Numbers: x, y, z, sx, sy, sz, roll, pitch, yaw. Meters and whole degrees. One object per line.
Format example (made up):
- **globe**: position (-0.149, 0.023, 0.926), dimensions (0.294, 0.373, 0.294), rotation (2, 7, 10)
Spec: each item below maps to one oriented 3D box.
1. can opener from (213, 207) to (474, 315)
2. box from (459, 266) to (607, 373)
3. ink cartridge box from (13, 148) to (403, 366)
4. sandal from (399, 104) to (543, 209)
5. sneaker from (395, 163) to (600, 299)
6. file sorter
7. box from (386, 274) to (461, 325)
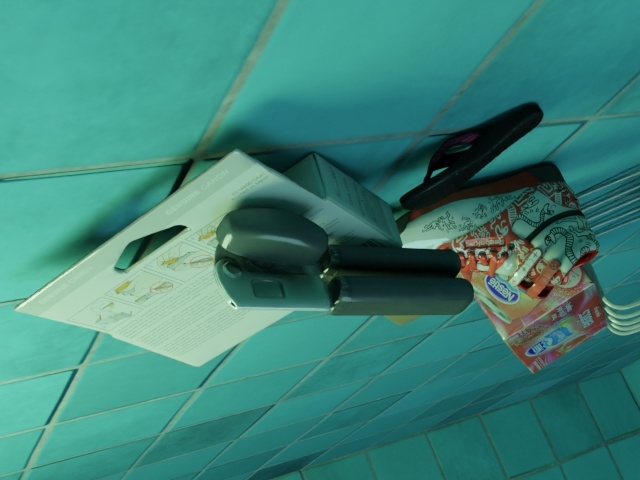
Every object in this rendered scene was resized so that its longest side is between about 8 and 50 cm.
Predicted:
- **can opener**: position (0.030, 0.030, 0.860), dimensions (0.280, 0.074, 0.093), rotation (6, 141, -31)
- **box**: position (0.310, 0.075, 1.325), dimensions (0.142, 0.154, 0.300), rotation (-34, 156, 8)
- **ink cartridge box**: position (-0.109, 0.012, 0.905), dimensions (0.296, 0.066, 0.261), rotation (-32, 144, 24)
- **sandal**: position (0.154, -0.093, 0.960), dimensions (0.179, 0.040, 0.067), rotation (-37, 165, -2)
- **sneaker**: position (0.206, 0.011, 1.085), dimensions (0.270, 0.145, 0.090), rotation (-20, 159, -18)
- **file sorter**: position (0.483, 0.022, 1.362), dimensions (0.173, 0.193, 0.278), rotation (-23, 160, 13)
- **box**: position (0.199, 0.079, 1.457), dimensions (0.201, 0.021, 0.164), rotation (-26, 160, 10)
